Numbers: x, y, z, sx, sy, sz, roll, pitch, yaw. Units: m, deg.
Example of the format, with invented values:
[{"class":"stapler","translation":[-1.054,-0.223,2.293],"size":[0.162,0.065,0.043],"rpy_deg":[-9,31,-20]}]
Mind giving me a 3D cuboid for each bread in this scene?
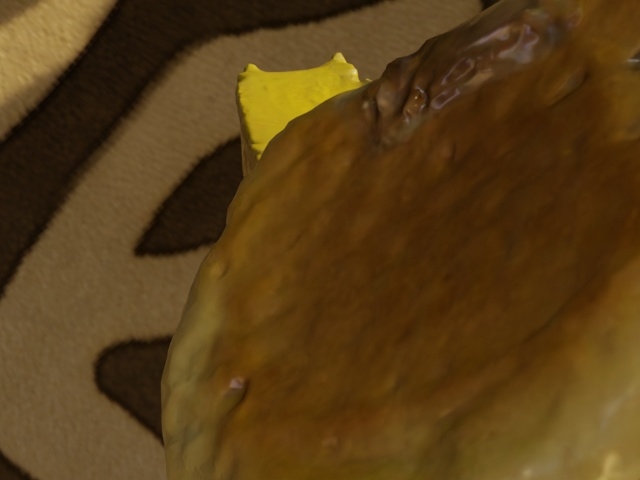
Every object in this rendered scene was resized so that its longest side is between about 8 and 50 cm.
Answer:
[{"class":"bread","translation":[0.070,0.024,0.419],"size":[0.134,0.244,0.244],"rpy_deg":[37,91,-27]}]

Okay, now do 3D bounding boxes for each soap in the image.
[{"class":"soap","translation":[0.000,0.000,1.563],"size":[0.156,0.293,0.335],"rpy_deg":[-8,122,-8]}]
